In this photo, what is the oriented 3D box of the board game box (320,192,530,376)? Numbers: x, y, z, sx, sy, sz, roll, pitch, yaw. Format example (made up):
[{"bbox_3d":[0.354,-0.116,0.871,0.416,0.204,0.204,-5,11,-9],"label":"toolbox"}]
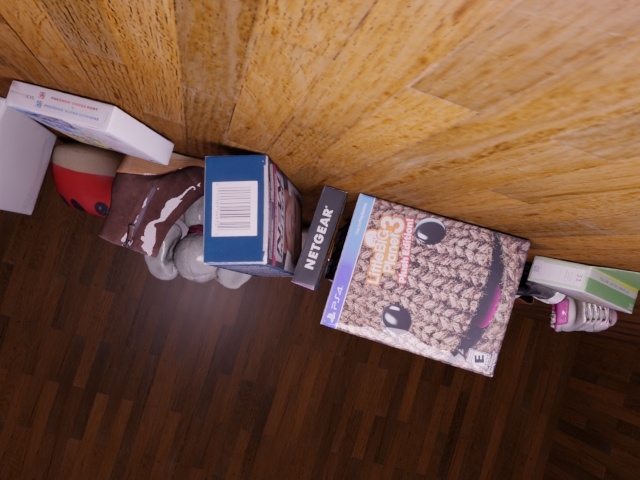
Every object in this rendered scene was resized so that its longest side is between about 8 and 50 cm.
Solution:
[{"bbox_3d":[0.177,0.076,1.139,0.291,0.232,0.141,16,175,9],"label":"board game box"}]

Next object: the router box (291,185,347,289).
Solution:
[{"bbox_3d":[0.000,0.000,1.191,0.046,0.179,0.133,18,176,3],"label":"router box"}]

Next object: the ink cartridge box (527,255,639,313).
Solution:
[{"bbox_3d":[0.516,0.086,1.171,0.171,0.056,0.235,20,177,-36],"label":"ink cartridge box"}]

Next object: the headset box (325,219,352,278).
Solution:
[{"bbox_3d":[0.176,0.057,1.499,0.283,0.131,0.246,16,171,-7],"label":"headset box"}]

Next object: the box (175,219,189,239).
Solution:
[{"bbox_3d":[-0.414,-0.066,2.132,0.345,0.168,0.215,19,176,-36],"label":"box"}]

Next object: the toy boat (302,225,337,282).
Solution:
[{"bbox_3d":[-0.049,0.040,1.932,0.318,0.148,0.267,3,-171,44],"label":"toy boat"}]

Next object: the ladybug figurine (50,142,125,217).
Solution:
[{"bbox_3d":[-0.528,-0.134,1.673,0.305,0.162,0.449,20,175,-35],"label":"ladybug figurine"}]

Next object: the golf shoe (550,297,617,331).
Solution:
[{"bbox_3d":[0.609,0.158,1.531,0.140,0.115,0.306,3,177,26],"label":"golf shoe"}]

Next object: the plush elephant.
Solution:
[{"bbox_3d":[-0.233,-0.010,1.484,0.272,0.255,0.330,15,176,19],"label":"plush elephant"}]

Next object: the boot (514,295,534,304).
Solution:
[{"bbox_3d":[0.517,0.176,2.140,0.264,0.096,0.280,17,175,1],"label":"boot"}]

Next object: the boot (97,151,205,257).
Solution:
[{"bbox_3d":[-0.285,-0.064,1.285,0.248,0.207,0.090,17,176,-6],"label":"boot"}]

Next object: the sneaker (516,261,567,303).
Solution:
[{"bbox_3d":[0.405,0.077,1.391,0.106,0.078,0.234,24,172,-22],"label":"sneaker"}]

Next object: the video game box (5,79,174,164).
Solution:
[{"bbox_3d":[-0.367,-0.187,1.080,0.187,0.048,0.205,14,175,14],"label":"video game box"}]

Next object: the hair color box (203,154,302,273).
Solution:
[{"bbox_3d":[-0.107,-0.030,1.173,0.105,0.174,0.347,0,174,7],"label":"hair color box"}]

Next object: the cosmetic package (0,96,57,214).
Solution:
[{"bbox_3d":[-0.710,-0.182,1.409,0.156,0.217,0.385,17,175,-6],"label":"cosmetic package"}]
